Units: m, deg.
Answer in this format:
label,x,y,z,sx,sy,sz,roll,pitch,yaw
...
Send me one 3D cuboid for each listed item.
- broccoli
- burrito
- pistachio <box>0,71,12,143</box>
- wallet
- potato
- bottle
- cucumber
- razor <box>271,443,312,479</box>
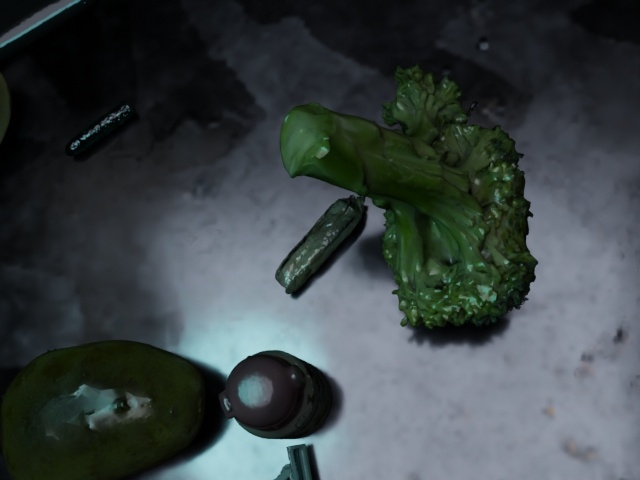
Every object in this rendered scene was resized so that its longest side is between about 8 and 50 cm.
label,x,y,z,sx,sy,sz,roll,pitch,yaw
broccoli,0.131,-0.036,1.084,0.353,0.397,0.275,44,111,11
burrito,0.000,0.001,1.258,0.058,0.045,0.188,40,86,26
pistachio,-0.622,-0.170,1.335,0.181,0.162,0.293,39,82,-19
wallet,-0.518,-0.403,1.433,0.250,0.044,0.149,-31,71,1
potato,-0.310,0.246,1.183,0.307,0.173,0.210,-14,73,3
bottle,-0.058,0.207,1.111,0.120,0.253,0.120,-2,77,7
cucumber,-0.365,-0.181,1.363,0.133,0.032,0.032,-37,75,0
razor,-0.141,0.376,1.195,0.277,0.056,0.111,-15,74,12
